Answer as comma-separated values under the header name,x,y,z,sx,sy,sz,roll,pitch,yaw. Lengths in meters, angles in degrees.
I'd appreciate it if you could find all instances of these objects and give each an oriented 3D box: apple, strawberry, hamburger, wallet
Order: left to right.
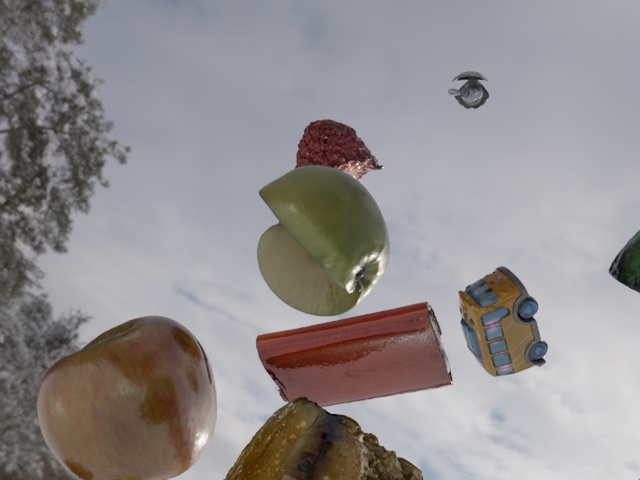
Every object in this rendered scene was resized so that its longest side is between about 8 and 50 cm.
name,x,y,z,sx,sy,sz,roll,pitch,yaw
apple,-0.280,0.252,0.979,0.264,0.264,0.264,27,-34,20
hamburger,-0.016,0.286,0.634,0.163,0.244,0.244,38,-31,-11
apple,0.014,-0.007,1.284,0.258,0.233,0.295,36,-32,26
strawberry,0.026,-0.223,1.631,0.234,0.234,0.177,-30,-107,57
wallet,0.043,0.140,0.759,0.205,0.045,0.142,-13,-49,14

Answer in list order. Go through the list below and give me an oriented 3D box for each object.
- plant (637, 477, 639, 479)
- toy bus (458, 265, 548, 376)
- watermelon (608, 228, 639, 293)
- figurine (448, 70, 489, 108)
name,x,y,z,sx,sy,sz,roll,pitch,yaw
plant,0.414,0.274,0.608,0.199,0.276,0.188,35,-6,-19
toy bus,0.351,0.166,1.277,0.126,0.136,0.209,-121,-171,-64
watermelon,0.425,0.002,0.679,0.136,0.207,0.202,50,11,29
figurine,0.344,-0.351,1.506,0.095,0.086,0.082,5,-84,22
